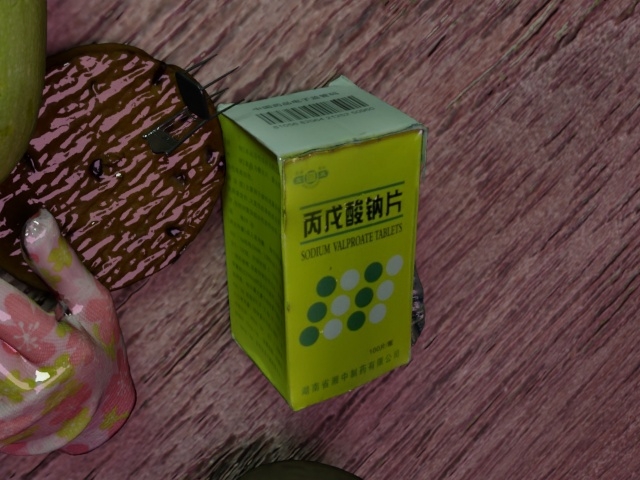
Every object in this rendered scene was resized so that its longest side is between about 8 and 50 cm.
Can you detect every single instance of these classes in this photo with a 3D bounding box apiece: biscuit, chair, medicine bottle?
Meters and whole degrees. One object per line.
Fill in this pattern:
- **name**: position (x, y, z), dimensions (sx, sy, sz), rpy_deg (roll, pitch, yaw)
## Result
- **biscuit**: position (-0.173, -0.051, 0.690), dimensions (0.212, 0.036, 0.212), rpy_deg (-15, 121, -26)
- **chair**: position (-0.100, -0.105, 0.665), dimensions (0.086, 0.037, 0.042), rpy_deg (-39, 141, -19)
- **medicine bottle**: position (0.000, 0.000, 0.770), dimensions (0.137, 0.141, 0.250), rpy_deg (-14, 120, -24)

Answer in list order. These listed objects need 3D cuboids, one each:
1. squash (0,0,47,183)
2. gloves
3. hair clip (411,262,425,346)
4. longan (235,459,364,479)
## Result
- **squash**: position (-0.240, -0.139, 0.542), dimensions (0.132, 0.132, 0.247), rpy_deg (-9, 119, -31)
- **gloves**: position (-0.226, 0.074, 0.637), dimensions (0.145, 0.126, 0.241), rpy_deg (-21, 148, 7)
- **hair clip**: position (0.081, 0.020, 0.900), dimensions (0.066, 0.036, 0.229), rpy_deg (-19, 129, -20)
- **longan**: position (-0.009, 0.346, 0.897), dimensions (0.215, 0.246, 0.246), rpy_deg (-20, 124, -41)
